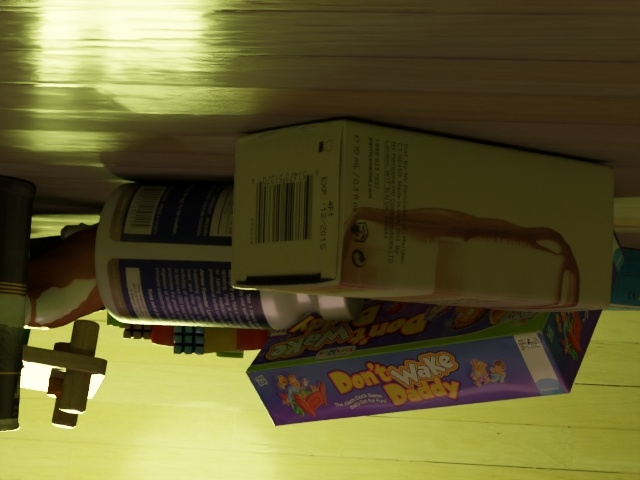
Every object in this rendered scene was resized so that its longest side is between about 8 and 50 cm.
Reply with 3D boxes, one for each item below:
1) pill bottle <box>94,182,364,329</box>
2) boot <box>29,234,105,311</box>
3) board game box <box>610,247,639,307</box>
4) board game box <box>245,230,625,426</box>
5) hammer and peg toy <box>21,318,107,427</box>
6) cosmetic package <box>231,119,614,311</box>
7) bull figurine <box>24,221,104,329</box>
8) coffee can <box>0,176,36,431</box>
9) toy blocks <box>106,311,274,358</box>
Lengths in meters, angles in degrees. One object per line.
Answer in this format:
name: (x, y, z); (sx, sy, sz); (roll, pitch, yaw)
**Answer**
pill bottle: (-0.089, 0.017, 1.524); (0.265, 0.153, 0.153); (2, 176, 15)
boot: (-0.438, 0.045, 2.181); (0.445, 0.146, 0.367); (-11, -176, 38)
board game box: (0.324, 0.055, 2.193); (0.308, 0.086, 0.302); (7, 174, -41)
board game box: (0.122, 0.079, 1.530); (0.347, 0.078, 0.233); (-11, -152, 33)
hammer and peg toy: (-0.481, 0.161, 1.992); (0.361, 0.127, 0.266); (11, 164, -10)
cosmetic package: (0.088, -0.012, 1.194); (0.296, 0.129, 0.153); (5, 174, -36)
bull figurine: (-0.322, 0.046, 1.835); (0.310, 0.101, 0.188); (-26, -164, -33)
coffee can: (-0.427, 0.068, 1.609); (0.202, 0.275, 0.201); (3, 176, 0)
toy blocks: (-0.179, 0.118, 2.368); (0.382, 0.190, 0.261); (3, -174, 1)
